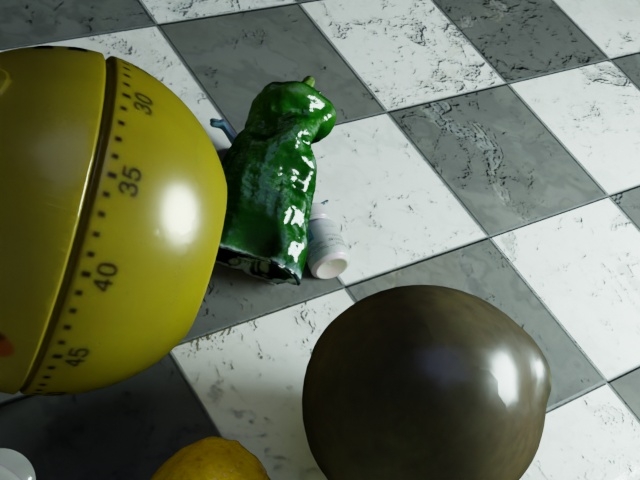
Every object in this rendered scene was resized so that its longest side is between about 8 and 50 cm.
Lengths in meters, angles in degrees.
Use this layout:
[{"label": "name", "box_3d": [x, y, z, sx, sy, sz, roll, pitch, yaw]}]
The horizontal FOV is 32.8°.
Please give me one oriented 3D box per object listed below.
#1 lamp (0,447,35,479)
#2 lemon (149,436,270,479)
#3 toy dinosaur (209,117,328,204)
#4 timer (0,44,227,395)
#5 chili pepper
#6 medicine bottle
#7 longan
[{"label": "lamp", "box_3d": [-0.316, 0.292, 0.910, 0.179, 0.108, 0.246, 4, 56, -24]}, {"label": "lemon", "box_3d": [-0.110, 0.254, 1.027, 0.114, 0.114, 0.155, 34, 51, 9]}, {"label": "toy dinosaur", "box_3d": [-0.076, -0.097, 1.401, 0.197, 0.045, 0.080, 37, 51, 17]}, {"label": "timer", "box_3d": [-0.294, -0.033, 1.039, 0.387, 0.376, 0.376, 15, 46, -17]}, {"label": "chili pepper", "box_3d": [-0.054, -0.089, 1.322, 0.136, 0.099, 0.270, 12, 69, 12]}, {"label": "medicine bottle", "box_3d": [0.000, 0.000, 1.341, 0.052, 0.052, 0.089, -4, 52, -26]}, {"label": "longan", "box_3d": [0.108, 0.163, 1.105, 0.258, 0.258, 0.258, 12, 47, -13]}]
